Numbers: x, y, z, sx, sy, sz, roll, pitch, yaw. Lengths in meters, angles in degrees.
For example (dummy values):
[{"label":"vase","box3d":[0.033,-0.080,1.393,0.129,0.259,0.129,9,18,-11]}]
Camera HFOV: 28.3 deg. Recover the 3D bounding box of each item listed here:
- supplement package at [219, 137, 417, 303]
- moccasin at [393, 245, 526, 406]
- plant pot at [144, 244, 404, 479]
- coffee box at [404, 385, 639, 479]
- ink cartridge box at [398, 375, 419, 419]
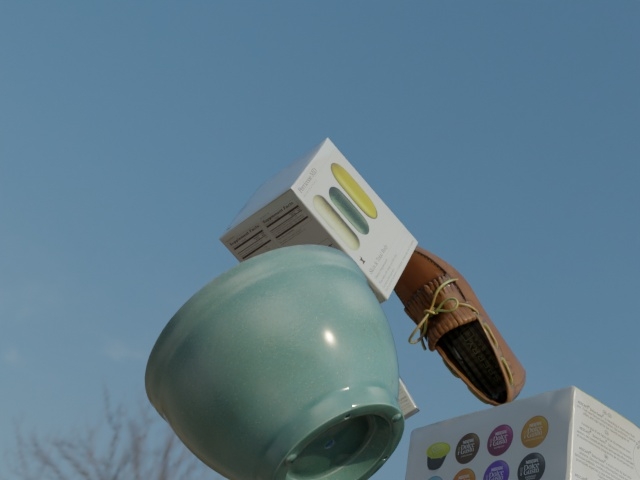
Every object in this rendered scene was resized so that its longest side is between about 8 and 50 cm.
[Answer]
[{"label":"supplement package","box3d":[0.000,0.000,2.299,0.198,0.199,0.263,-33,-76,35]},{"label":"moccasin","box3d":[0.251,0.168,2.484,0.139,0.147,0.380,-34,-93,18]},{"label":"plant pot","box3d":[-0.025,0.177,1.442,0.196,0.293,0.293,52,-9,35]},{"label":"coffee box","box3d":[0.348,0.462,1.926,0.338,0.334,0.337,31,-36,-31]},{"label":"ink cartridge box","box3d":[0.099,0.294,2.537,0.127,0.175,0.072,-31,-16,2]}]
